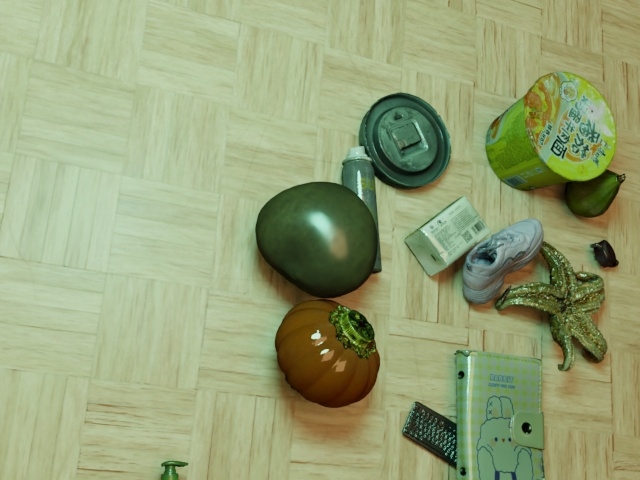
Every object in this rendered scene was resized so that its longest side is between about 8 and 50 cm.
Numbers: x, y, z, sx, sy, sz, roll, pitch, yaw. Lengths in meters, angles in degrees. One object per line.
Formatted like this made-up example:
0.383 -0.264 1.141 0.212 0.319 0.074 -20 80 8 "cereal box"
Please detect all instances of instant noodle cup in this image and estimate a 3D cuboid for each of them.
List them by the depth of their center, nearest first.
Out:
0.531 -0.239 1.845 0.265 0.200 0.264 5 76 -21 "instant noodle cup"

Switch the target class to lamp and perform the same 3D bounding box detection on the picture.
0.014 0.218 1.518 0.223 0.196 0.223 35 28 -22 "lamp"

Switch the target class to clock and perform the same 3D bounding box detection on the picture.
0.192 -0.224 1.787 0.226 0.049 0.225 6 73 -22 "clock"

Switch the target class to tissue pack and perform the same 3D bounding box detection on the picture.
0.281 -0.010 1.739 0.149 0.099 0.106 -35 88 -26 "tissue pack"

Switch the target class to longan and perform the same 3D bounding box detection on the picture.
0.000 0.000 1.553 0.246 0.215 0.246 -6 51 8 "longan"

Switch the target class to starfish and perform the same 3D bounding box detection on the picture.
0.549 0.160 1.807 0.303 0.113 0.311 16 62 -21 "starfish"

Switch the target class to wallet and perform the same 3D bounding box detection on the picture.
0.382 0.399 1.679 0.223 0.077 0.309 12 68 -25 "wallet"

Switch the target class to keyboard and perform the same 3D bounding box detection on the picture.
0.288 0.436 1.675 0.251 0.017 0.087 34 67 -11 "keyboard"

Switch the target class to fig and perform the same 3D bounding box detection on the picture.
0.662 -0.139 1.891 0.133 0.184 0.126 -39 65 -19 "fig"

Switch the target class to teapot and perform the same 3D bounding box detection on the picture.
0.698 0.037 1.932 0.100 0.045 0.067 41 42 -27 "teapot"

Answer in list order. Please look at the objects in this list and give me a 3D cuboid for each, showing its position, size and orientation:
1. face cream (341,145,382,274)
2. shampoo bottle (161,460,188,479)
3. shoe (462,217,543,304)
0.086 -0.066 1.687 0.073 0.073 0.283 2 76 -22 "face cream"
-0.267 0.511 1.386 0.118 0.087 0.234 4 75 -22 "shampoo bottle"
0.403 0.022 1.742 0.245 0.137 0.095 -44 58 -15 "shoe"
